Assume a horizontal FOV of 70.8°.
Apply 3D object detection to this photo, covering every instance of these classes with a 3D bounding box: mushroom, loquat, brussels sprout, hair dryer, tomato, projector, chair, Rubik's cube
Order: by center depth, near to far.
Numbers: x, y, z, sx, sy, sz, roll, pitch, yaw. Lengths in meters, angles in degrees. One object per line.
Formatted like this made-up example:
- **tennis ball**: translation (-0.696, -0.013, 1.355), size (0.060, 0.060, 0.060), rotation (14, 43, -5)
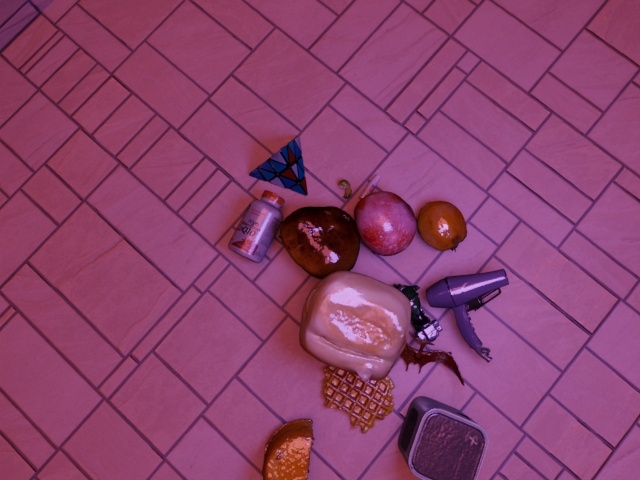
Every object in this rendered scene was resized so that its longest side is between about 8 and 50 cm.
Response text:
- **projector**: translation (0.445, 0.747, 1.673), size (0.248, 0.249, 0.248), rotation (22, 82, 4)
- **hair dryer**: translation (0.594, 0.291, 1.708), size (0.300, 0.121, 0.362), rotation (-19, 95, 23)
- **tomato**: translation (0.265, -0.071, 1.802), size (0.227, 0.270, 0.270), rotation (-31, 80, 14)
- **mushroom**: translation (0.000, 0.000, 1.844), size (0.345, 0.259, 0.346), rotation (11, 62, -20)
- **chair**: translation (0.641, 0.231, 1.847), size (0.212, 0.101, 0.084), rotation (-21, 79, -39)
- **loquat**: translation (0.500, -0.057, 1.848), size (0.187, 0.176, 0.234), rotation (-30, 77, 14)
- **brussels sprout**: translation (0.110, -0.224, 1.953), size (0.050, 0.046, 0.084), rotation (-21, 90, -6)
- **Rubik's cube**: translation (-0.112, -0.353, 1.965), size (0.250, 0.284, 0.234), rotation (33, 60, -18)

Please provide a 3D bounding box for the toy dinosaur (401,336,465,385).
- **toy dinosaur**: translation (0.390, 0.479, 1.750), size (0.327, 0.207, 0.113), rotation (32, 39, -12)

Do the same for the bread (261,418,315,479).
- **bread**: translation (-0.131, 0.852, 1.699), size (0.178, 0.194, 0.341), rotation (10, 84, -4)

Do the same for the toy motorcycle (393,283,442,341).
- **toy motorcycle**: translation (0.378, 0.282, 1.784), size (0.124, 0.187, 0.275), rotation (-33, 82, -4)

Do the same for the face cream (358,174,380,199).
- **face cream**: translation (0.216, -0.230, 1.951), size (0.034, 0.034, 0.130), rotation (34, 83, 7)

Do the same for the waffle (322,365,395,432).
- **waffle**: translation (0.149, 0.603, 1.803), size (0.281, 0.058, 0.301), rotation (-35, 82, -3)

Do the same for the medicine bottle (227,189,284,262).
- **medicine bottle**: translation (-0.256, -0.063, 1.877), size (0.156, 0.157, 0.289), rotation (25, 82, 6)

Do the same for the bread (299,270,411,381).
- **bread**: translation (0.120, 0.293, 1.656), size (0.375, 0.253, 0.348), rotation (19, 94, -2)

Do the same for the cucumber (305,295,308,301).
- **cucumber**: translation (-0.047, 0.311, 1.869), size (0.039, 0.039, 0.168), rotation (-6, 78, 1)
